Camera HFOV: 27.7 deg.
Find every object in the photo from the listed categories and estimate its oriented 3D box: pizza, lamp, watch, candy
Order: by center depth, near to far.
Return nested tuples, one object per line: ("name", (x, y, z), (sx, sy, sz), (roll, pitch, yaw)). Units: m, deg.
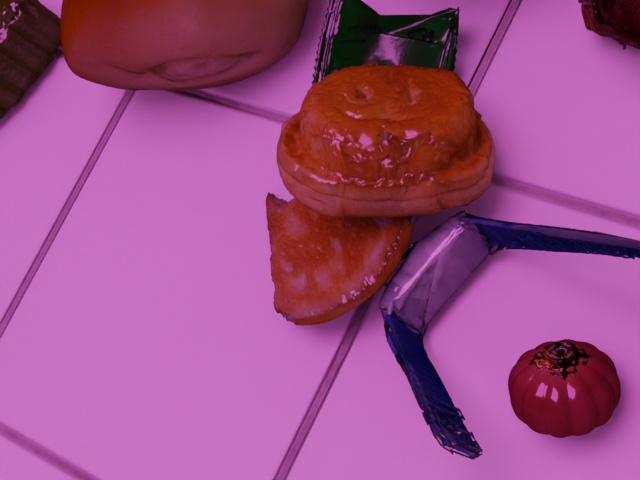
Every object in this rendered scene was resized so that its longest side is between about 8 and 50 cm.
("lamp", (0.234, 0.142, 1.250), (0.107, 0.092, 0.107), (-8, 34, 5))
("watch", (0.183, 0.043, 1.277), (0.276, 0.068, 0.274), (-45, 26, 9))
("pizza", (0.000, 0.000, 1.476), (0.181, 0.034, 0.262), (-49, 37, 7))
("candy", (0.072, -0.223, 1.537), (0.203, 0.078, 0.141), (13, 78, 38))

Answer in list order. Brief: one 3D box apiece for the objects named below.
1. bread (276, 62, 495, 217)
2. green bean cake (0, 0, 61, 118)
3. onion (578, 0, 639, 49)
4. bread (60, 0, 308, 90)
("bread", (0.070, -0.104, 1.398), (0.236, 0.120, 0.198), (-2, 34, 1))
("green bean cake", (-0.494, -0.289, 1.884), (0.214, 0.113, 0.200), (36, 87, 37))
("onion", (0.387, -0.320, 1.317), (0.221, 0.281, 0.281), (33, 85, -6))
("bread", (-0.177, -0.377, 1.653), (0.348, 0.253, 0.376), (-7, 66, 24))
